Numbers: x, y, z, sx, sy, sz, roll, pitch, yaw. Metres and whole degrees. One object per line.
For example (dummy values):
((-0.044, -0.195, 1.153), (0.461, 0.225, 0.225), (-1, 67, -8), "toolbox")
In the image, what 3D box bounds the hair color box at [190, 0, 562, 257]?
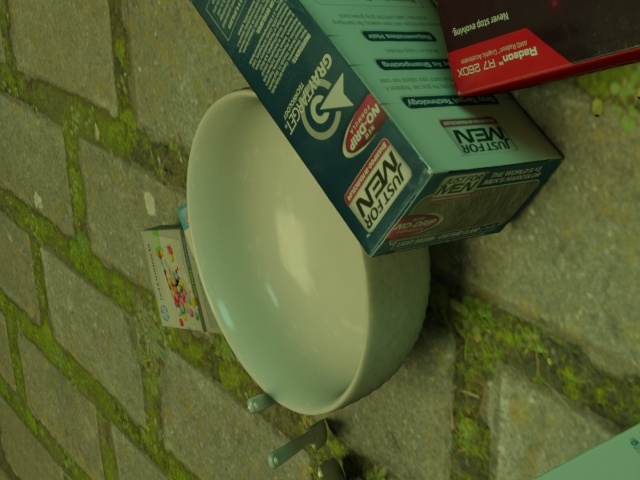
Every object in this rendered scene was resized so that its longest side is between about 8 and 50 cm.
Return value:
((0.033, -0.155, 0.898), (0.347, 0.173, 0.105), (56, 133, 26), "hair color box")

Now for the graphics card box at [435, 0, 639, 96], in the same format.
((0.161, -0.302, 0.725), (0.232, 0.094, 0.371), (-4, 100, 57), "graphics card box")

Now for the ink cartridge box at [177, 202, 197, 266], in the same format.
((-0.100, 0.007, 1.258), (0.092, 0.089, 0.143), (-25, 84, 57), "ink cartridge box")

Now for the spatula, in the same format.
((-0.028, 0.230, 1.169), (0.019, 0.242, 0.168), (-19, 84, 15), "spatula")

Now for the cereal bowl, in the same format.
((0.000, 0.000, 1.058), (0.339, 0.141, 0.339), (29, 127, 47), "cereal bowl")

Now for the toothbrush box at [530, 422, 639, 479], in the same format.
((0.245, 0.310, 0.760), (0.296, 0.216, 0.126), (57, 144, 22), "toothbrush box")

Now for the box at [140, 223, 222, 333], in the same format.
((-0.179, 0.050, 1.405), (0.186, 0.038, 0.145), (0, 104, 57), "box")
